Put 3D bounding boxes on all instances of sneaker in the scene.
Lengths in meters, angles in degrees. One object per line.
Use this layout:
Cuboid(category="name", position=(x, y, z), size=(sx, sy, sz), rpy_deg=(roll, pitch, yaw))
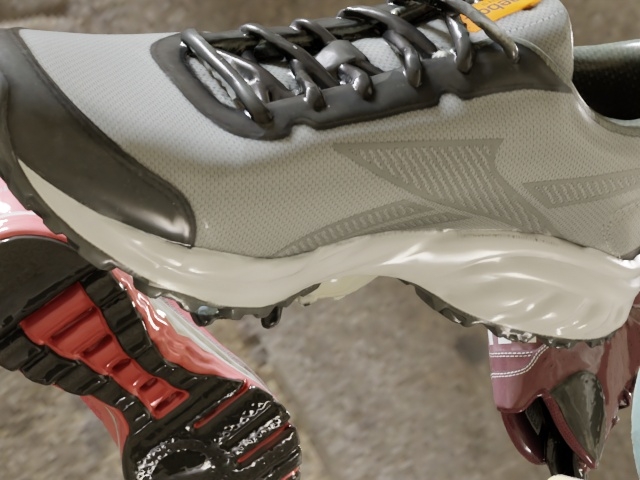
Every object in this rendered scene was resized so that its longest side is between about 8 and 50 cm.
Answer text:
Cuboid(category="sneaker", position=(0.010, -0.039, 0.610), size=(0.271, 0.108, 0.100), rpy_deg=(5, 33, -39))
Cuboid(category="sneaker", position=(-0.113, 0.063, 1.271), size=(0.314, 0.116, 0.136), rpy_deg=(51, 12, -35))
Cuboid(category="sneaker", position=(0.199, 0.095, 1.414), size=(0.281, 0.106, 0.162), rpy_deg=(12, 77, -46))

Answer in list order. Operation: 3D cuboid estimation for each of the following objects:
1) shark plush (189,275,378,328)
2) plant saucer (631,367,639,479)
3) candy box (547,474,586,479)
Cuboid(category="shark plush", position=(0.000, 0.000, 1.034), size=(0.161, 0.073, 0.067), rpy_deg=(-39, 69, -11))
Cuboid(category="plant saucer", position=(0.260, 0.098, 1.047), size=(0.195, 0.037, 0.195), rpy_deg=(2, 84, -16))
Cuboid(category="candy box", position=(0.123, 0.221, 0.838), size=(0.316, 0.183, 0.087), rpy_deg=(-37, 131, -55))
